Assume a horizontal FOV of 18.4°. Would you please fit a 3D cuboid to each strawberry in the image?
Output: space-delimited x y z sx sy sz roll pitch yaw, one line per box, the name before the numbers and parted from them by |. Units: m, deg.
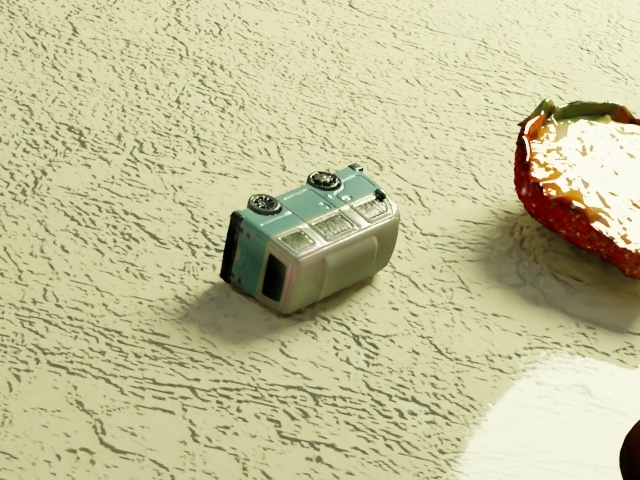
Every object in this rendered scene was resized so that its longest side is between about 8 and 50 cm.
strawberry | 0.211 -0.030 1.428 0.146 0.082 0.187 -5 39 -14

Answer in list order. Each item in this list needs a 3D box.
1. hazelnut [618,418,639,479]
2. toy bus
hazelnut | 0.274 0.225 0.726 0.429 0.402 0.402 22 15 -46
toy bus | 0.000 0.000 1.333 0.123 0.060 0.075 -24 48 -40
